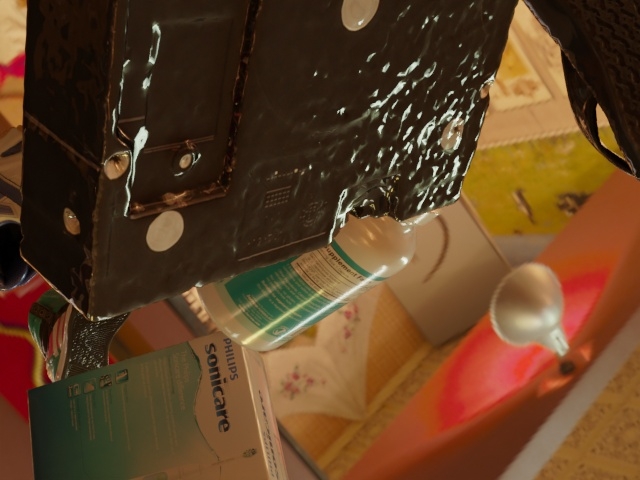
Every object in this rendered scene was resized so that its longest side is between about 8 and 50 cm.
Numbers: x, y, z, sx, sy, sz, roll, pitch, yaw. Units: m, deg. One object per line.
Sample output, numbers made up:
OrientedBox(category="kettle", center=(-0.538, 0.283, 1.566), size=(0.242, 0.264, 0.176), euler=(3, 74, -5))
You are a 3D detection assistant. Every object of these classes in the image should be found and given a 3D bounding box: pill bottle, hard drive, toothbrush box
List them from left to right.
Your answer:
OrientedBox(category="toothbrush box", center=(-0.205, 0.264, 1.201), size=(0.295, 0.126, 0.216), euler=(-19, -119, 5))
OrientedBox(category="pill bottle", center=(0.000, 0.000, 1.004), size=(0.264, 0.146, 0.146), euler=(-34, -164, 26))
OrientedBox(category="hard drive", center=(0.006, -0.150, 0.362), size=(0.236, 0.339, 0.064), euler=(-19, -138, -42))

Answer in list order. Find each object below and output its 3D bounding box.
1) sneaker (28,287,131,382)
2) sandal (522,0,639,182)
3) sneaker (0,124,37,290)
OrientedBox(category="sneaker", center=(-0.400, 0.113, 1.570), size=(0.178, 0.123, 0.296), euler=(46, -58, 41))
OrientedBox(category="sandal", center=(0.328, -0.184, 1.015), size=(0.167, 0.446, 0.107), euler=(-15, 154, -18))
OrientedBox(category="sneaker", center=(-0.324, -0.014, 0.891), size=(0.296, 0.111, 0.131), euler=(-16, -116, 37))
